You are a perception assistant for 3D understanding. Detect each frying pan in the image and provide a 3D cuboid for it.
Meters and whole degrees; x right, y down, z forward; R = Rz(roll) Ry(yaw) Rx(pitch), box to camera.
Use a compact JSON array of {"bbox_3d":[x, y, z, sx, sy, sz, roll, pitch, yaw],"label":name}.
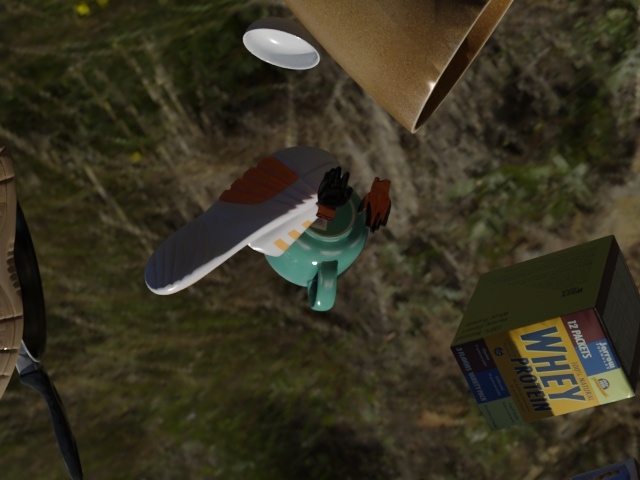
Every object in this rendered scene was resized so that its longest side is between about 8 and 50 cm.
[{"bbox_3d":[-0.318,0.089,1.425,0.197,0.053,0.326,-104,4,-59],"label":"frying pan"}]

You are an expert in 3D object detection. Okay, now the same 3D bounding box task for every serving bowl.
[{"bbox_3d":[-0.038,-0.211,1.370,0.083,0.027,0.083,14,163,4],"label":"serving bowl"}]

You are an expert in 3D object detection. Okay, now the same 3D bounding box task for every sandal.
[{"bbox_3d":[-0.086,-0.013,1.548,0.102,0.265,0.076,55,179,44],"label":"sandal"}]

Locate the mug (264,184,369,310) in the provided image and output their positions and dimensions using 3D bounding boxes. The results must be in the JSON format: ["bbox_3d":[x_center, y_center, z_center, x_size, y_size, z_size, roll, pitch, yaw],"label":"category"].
[{"bbox_3d":[0.004,-0.008,1.651,0.158,0.129,0.097,51,154,10],"label":"mug"}]

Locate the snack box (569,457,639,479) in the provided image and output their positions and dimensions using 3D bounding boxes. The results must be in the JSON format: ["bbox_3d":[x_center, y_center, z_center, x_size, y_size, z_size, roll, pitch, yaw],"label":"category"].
[{"bbox_3d":[0.256,0.274,1.111,0.064,0.178,0.022,-24,137,24],"label":"snack box"}]

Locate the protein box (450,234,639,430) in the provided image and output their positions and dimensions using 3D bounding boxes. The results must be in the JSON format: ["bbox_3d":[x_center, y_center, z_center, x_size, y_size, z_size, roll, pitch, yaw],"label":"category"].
[{"bbox_3d":[0.304,0.119,1.713,0.199,0.201,0.136,-19,109,27],"label":"protein box"}]

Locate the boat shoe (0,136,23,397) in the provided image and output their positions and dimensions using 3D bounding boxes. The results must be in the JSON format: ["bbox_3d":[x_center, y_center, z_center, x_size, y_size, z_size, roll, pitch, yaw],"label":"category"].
[{"bbox_3d":[-0.326,0.028,1.197,0.092,0.102,0.285,-135,47,-66],"label":"boat shoe"}]

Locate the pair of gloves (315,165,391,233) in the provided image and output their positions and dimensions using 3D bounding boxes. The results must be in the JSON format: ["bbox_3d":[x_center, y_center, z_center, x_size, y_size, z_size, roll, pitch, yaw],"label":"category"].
[{"bbox_3d":[0.037,-0.045,1.446,0.083,0.074,0.010,15,146,-3],"label":"pair of gloves"}]

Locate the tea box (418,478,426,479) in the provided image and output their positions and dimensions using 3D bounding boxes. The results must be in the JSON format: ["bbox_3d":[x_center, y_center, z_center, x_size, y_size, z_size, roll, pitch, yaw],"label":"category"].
[{"bbox_3d":[0.125,0.565,1.764,0.323,0.329,0.220,42,151,28],"label":"tea box"}]

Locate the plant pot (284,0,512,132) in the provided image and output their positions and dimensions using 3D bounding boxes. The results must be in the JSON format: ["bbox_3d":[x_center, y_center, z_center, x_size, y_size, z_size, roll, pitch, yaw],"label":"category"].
[{"bbox_3d":[0.055,-0.274,1.269,0.254,0.237,0.237,36,146,5],"label":"plant pot"}]
